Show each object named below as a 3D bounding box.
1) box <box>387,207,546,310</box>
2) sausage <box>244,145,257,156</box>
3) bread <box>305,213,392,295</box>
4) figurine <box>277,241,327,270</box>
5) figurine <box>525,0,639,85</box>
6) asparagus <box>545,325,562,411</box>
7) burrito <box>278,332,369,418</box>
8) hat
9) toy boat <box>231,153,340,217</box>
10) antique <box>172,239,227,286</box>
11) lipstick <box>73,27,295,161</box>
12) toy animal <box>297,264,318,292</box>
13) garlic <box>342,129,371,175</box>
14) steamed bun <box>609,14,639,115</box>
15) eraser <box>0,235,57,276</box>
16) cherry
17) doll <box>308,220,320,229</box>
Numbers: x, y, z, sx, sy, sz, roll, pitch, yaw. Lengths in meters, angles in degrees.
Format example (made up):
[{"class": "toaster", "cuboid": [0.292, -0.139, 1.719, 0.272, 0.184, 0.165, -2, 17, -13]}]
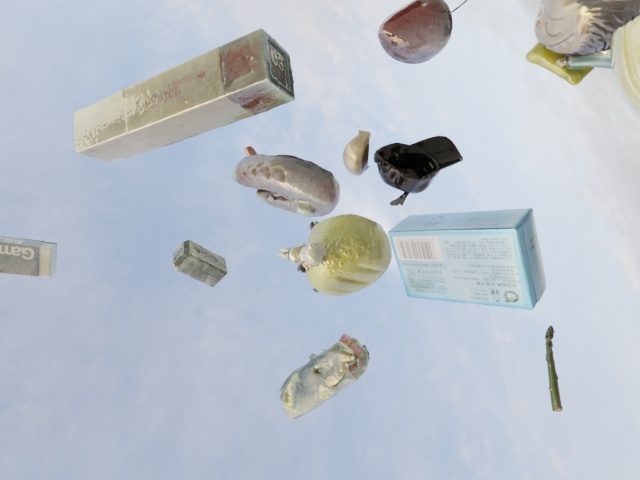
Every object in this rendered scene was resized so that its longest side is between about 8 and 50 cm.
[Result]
[{"class": "box", "cuboid": [0.245, 0.030, 0.698, 0.083, 0.232, 0.143, -35, -67, -40]}, {"class": "sausage", "cuboid": [-0.235, -0.275, 1.554, 0.043, 0.043, 0.186, -39, -67, -39]}, {"class": "bread", "cuboid": [0.093, 0.058, 1.422, 0.320, 0.320, 0.237, 4, -115, -29]}, {"class": "figurine", "cuboid": [-0.057, 0.058, 1.262, 0.081, 0.146, 0.098, -43, -67, -51]}, {"class": "figurine", "cuboid": [0.710, -0.572, 0.949, 0.361, 0.378, 0.266, 29, -97, 26]}, {"class": "asparagus", "cuboid": [0.579, 0.311, 1.012, 0.025, 0.024, 0.248, 29, -135, -2]}, {"class": "burrito", "cuboid": [-0.001, 0.292, 0.855, 0.066, 0.309, 0.096, 5, -129, -36]}, {"class": "hat", "cuboid": [0.385, -0.267, 1.616, 0.336, 0.209, 0.238, -8, -132, 2]}, {"class": "toy boat", "cuboid": [-0.067, -0.087, 0.750, 0.155, 0.227, 0.085, 39, -112, -47]}, {"class": "antique", "cuboid": [-0.434, 0.080, 1.449, 0.183, 0.086, 0.088, 34, -160, -39]}, {"class": "lipstick", "cuboid": [-0.220, -0.202, 0.614, 0.080, 0.371, 0.076, 5, -104, -66]}, {"class": "toy animal", "cuboid": [0.082, 0.135, 1.665, 0.343, 0.106, 0.168, -13, -93, -14]}, {"class": "garlic", "cuboid": [0.149, -0.307, 1.528, 0.090, 0.198, 0.128, 28, -114, 29]}, {"class": "steamed bun", "cuboid": [0.721, -0.338, 0.803, 0.290, 0.272, 0.273, 3, -83, -37]}, {"class": "eraser", "cuboid": [-0.807, 0.038, 1.044, 0.212, 0.092, 0.046, 8, -161, -17]}, {"class": "cherry", "cuboid": [0.190, -0.403, 0.748, 0.148, 0.188, 0.115, 10, -93, -15]}, {"class": "doll", "cuboid": [0.000, 0.000, 1.672, 0.115, 0.190, 0.050, 33, -136, 31]}]
